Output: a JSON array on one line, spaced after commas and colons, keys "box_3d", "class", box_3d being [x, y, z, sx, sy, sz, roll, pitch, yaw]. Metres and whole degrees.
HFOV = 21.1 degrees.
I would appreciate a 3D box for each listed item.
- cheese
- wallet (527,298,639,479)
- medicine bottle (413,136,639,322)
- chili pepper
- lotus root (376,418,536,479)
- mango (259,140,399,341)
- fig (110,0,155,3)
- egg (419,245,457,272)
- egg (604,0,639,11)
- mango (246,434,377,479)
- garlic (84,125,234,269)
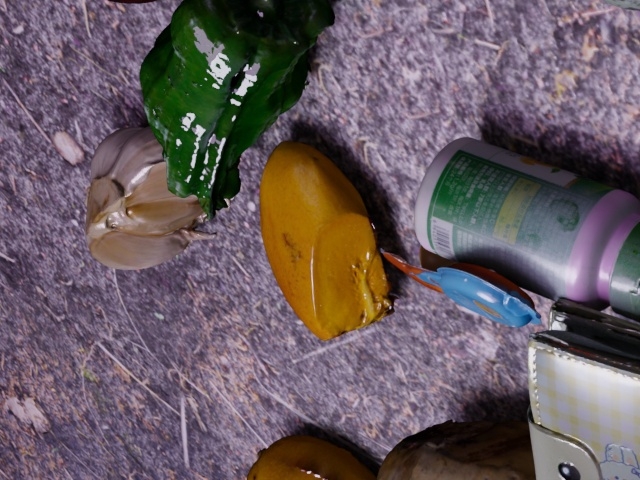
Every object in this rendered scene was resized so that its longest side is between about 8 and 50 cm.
[{"box_3d": [0.149, 0.048, 1.816, 0.106, 0.037, 0.256, 37, 171, -28], "class": "cheese"}, {"box_3d": [0.311, 0.225, 1.728, 0.223, 0.077, 0.309, 15, 128, 31], "class": "wallet"}, {"box_3d": [0.240, -0.007, 1.771, 0.274, 0.133, 0.133, 24, 138, 32], "class": "medicine bottle"}, {"box_3d": [-0.118, -0.167, 1.924, 0.167, 0.213, 0.385, 37, 146, 7], "class": "chili pepper"}, {"box_3d": [0.193, 0.303, 2.038, 0.272, 0.272, 0.192, -11, 103, 50], "class": "lotus root"}, {"box_3d": [0.000, 0.000, 2.038, 0.154, 0.126, 0.252, 8, 122, 68], "class": "mango"}, {"box_3d": [-0.187, -0.362, 1.826, 0.214, 0.235, 0.235, 17, 151, -22], "class": "fig"}, {"box_3d": [0.155, 0.022, 1.932, 0.096, 0.080, 0.080, 24, 139, 20], "class": "egg"}, {"box_3d": [0.265, -0.274, 1.497, 0.132, 0.132, 0.172, -2, 132, 47], "class": "egg"}, {"box_3d": [0.007, 0.358, 2.358, 0.236, 0.136, 0.166, 29, 137, 17], "class": "mango"}, {"box_3d": [-0.221, -0.069, 2.207, 0.229, 0.178, 0.142, -58, 44, 36], "class": "garlic"}]
